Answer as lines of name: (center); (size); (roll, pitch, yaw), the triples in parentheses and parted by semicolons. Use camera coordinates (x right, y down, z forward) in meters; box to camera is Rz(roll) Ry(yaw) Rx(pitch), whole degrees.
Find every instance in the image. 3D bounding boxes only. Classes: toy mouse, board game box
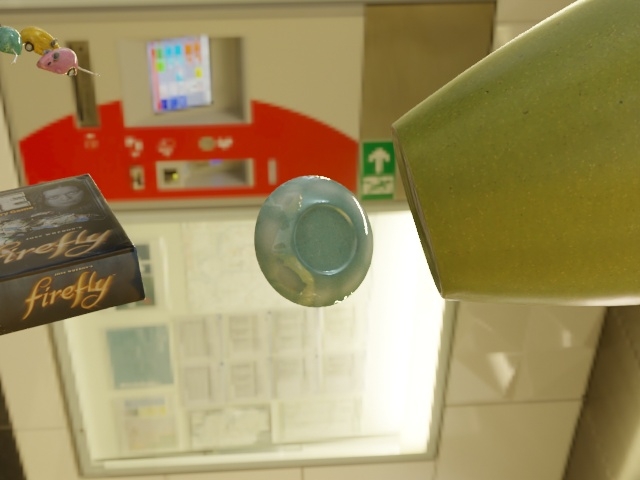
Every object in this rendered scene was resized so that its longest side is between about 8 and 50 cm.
toy mouse: (-0.363, -0.244, 1.340); (0.143, 0.161, 0.031); (-66, -179, -74)
board game box: (-0.261, 0.020, 0.732); (0.165, 0.243, 0.042); (-137, -142, -58)

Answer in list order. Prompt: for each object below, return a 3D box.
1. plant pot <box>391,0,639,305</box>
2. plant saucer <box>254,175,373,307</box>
plant pot: (0.211, -0.061, 0.776); (0.275, 0.294, 0.274); (-17, 90, -88)
plant saucer: (0.000, 0.000, 1.526); (0.037, 0.195, 0.194); (-10, -99, 63)
